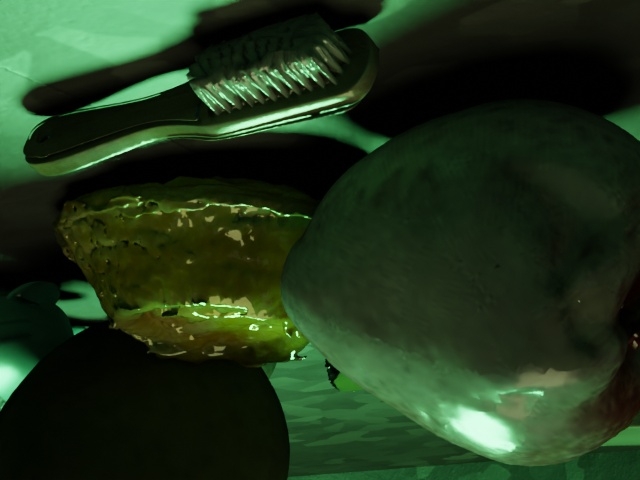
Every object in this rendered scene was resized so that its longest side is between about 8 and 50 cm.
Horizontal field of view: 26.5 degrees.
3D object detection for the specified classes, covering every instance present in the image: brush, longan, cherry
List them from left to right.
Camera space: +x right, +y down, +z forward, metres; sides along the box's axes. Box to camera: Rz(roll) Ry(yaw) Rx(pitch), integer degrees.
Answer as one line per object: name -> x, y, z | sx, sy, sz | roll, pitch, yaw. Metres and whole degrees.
longan -> -0.213, 0.257, 1.545 | 0.360, 0.361, 0.361 | -4, 163, -1
brush -> -0.111, -0.112, 1.054 | 0.327, 0.070, 0.065 | -12, 144, 29
cherry -> 0.151, 0.025, 1.176 | 0.334, 0.291, 0.326 | 30, 132, 9

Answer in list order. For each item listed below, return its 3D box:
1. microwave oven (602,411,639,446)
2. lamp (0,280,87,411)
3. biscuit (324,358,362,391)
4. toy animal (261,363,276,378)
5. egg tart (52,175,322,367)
microwave oven -> 0.343, 0.111, 1.586 | 0.193, 0.241, 0.145 | 3, 161, -23
lamp -> -0.422, 0.160, 1.642 | 0.284, 0.147, 0.209 | -43, 149, -13
biscuit -> 0.058, 0.196, 2.149 | 0.099, 0.038, 0.322 | -9, 162, 3
toy animal -> -0.113, 0.101, 1.707 | 0.125, 0.127, 0.251 | 7, 149, 1
egg tart -> -0.106, 0.039, 1.376 | 0.345, 0.133, 0.345 | 3, 159, 1
